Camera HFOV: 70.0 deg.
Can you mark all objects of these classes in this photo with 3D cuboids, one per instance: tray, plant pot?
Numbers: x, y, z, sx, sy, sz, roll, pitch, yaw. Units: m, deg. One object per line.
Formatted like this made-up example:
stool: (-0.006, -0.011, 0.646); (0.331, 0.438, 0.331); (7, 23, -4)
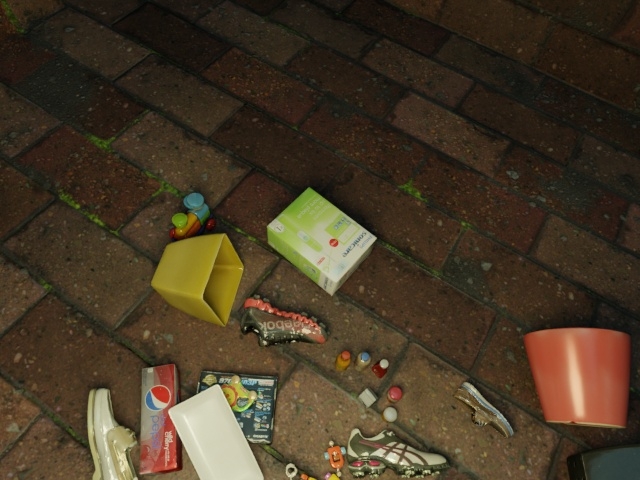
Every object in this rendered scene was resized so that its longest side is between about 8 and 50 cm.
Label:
tray: (-0.266, 0.520, 1.172); (0.145, 0.030, 0.270); (-27, 87, -6)
plant pot: (-0.370, 0.110, 1.365); (0.187, 0.212, 0.212); (6, 59, 12)
plant pot: (0.757, 0.633, 1.188); (0.167, 0.187, 0.188); (-1, 59, 9)
plant pot: (0.730, 0.391, 1.289); (0.275, 0.275, 0.243); (6, 70, -2)

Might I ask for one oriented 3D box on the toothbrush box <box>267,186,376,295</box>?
toothbrush box: (0.000, 0.000, 1.462); (0.283, 0.122, 0.206); (39, 66, 13)

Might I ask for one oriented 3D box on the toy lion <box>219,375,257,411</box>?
toy lion: (-0.234, 0.422, 1.228); (0.100, 0.034, 0.096); (37, 70, 15)

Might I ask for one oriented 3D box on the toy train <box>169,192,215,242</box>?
toy train: (-0.444, -0.029, 1.462); (0.105, 0.143, 0.248); (26, 60, 10)

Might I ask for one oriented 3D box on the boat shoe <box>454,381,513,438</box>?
boat shoe: (0.459, 0.495, 1.301); (0.066, 0.066, 0.183); (-35, 59, -18)

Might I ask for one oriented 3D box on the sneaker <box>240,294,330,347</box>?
sneaker: (-0.114, 0.266, 1.351); (0.276, 0.097, 0.135); (18, 59, 7)

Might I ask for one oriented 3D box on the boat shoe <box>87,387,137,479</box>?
boat shoe: (-0.520, 0.520, 1.160); (0.103, 0.113, 0.302); (-11, 74, -16)

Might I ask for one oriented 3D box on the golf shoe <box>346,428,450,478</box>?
golf shoe: (0.206, 0.563, 1.211); (0.273, 0.105, 0.120); (4, 52, -4)

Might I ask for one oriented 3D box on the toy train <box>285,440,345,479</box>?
toy train: (-0.004, 0.609, 1.195); (0.166, 0.046, 0.125); (-14, 61, -17)

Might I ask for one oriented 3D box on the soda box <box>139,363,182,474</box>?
soda box: (-0.419, 0.470, 1.208); (0.092, 0.083, 0.263); (-6, 61, -8)

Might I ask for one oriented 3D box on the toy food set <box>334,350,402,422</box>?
toy food set: (0.151, 0.398, 1.296); (0.111, 0.104, 0.232); (-33, 68, -22)

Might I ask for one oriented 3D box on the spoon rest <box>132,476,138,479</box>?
spoon rest: (-0.336, 0.655, 1.089); (0.276, 0.084, 0.137); (29, 42, -5)

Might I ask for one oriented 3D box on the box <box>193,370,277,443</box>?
box: (-0.233, 0.458, 1.253); (0.220, 0.051, 0.175); (5, 60, -3)
